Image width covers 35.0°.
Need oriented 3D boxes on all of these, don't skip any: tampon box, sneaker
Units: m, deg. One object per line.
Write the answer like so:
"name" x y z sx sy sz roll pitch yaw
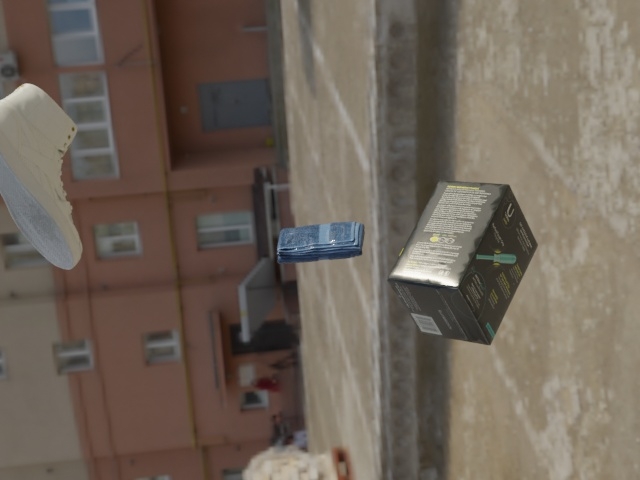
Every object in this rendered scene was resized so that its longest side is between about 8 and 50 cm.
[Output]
"tampon box" 0.175 0.025 1.237 0.161 0.102 0.120 -59 -44 -28
"sneaker" -0.435 -0.110 1.649 0.169 0.108 0.292 -51 -53 -42

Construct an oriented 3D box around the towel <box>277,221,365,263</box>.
"towel" 0.000 0.000 1.388 0.067 0.120 0.029 -82 -18 -53
